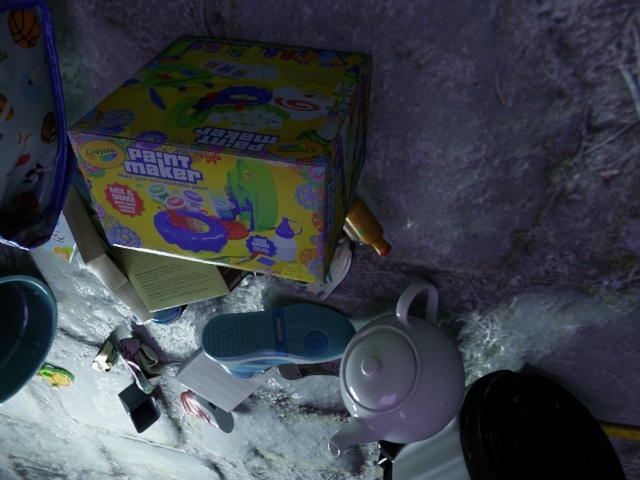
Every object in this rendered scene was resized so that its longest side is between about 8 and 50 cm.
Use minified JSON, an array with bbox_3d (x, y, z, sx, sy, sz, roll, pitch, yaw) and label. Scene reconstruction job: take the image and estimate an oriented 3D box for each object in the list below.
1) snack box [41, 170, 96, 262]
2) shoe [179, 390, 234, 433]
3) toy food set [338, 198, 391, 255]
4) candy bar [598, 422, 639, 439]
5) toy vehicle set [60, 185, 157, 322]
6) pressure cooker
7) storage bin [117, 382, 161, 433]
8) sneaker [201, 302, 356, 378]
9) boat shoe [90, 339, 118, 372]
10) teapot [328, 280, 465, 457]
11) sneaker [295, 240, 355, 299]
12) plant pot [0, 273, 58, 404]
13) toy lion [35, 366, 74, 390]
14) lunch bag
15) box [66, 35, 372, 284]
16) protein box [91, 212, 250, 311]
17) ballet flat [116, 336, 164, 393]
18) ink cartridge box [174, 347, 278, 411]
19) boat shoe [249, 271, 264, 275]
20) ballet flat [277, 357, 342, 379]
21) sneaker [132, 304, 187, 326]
[{"bbox_3d":[-0.546,-0.071,1.011,0.175,0.070,0.207,30,135,-11],"label":"snack box"},{"bbox_3d":[-0.328,0.494,1.465,0.081,0.063,0.178,-18,118,33],"label":"shoe"},{"bbox_3d":[0.000,0.000,0.858,0.232,0.111,0.104,-25,120,26],"label":"toy food set"},{"bbox_3d":[0.621,0.407,1.091,0.162,0.018,0.040,5,129,15],"label":"candy bar"},{"bbox_3d":[-0.396,0.036,0.957,0.166,0.035,0.266,55,166,26],"label":"toy vehicle set"},{"bbox_3d":[0.341,0.506,1.038,0.376,0.369,0.420,3,143,-29],"label":"pressure cooker"},{"bbox_3d":[-0.547,0.494,1.525,0.091,0.098,0.135,32,141,28],"label":"storage bin"},{"bbox_3d":[-0.085,0.228,1.112,0.319,0.127,0.208,1,154,-1],"label":"sneaker"},{"bbox_3d":[-0.587,0.323,1.397,0.059,0.063,0.170,30,143,-13],"label":"boat shoe"},{"bbox_3d":[0.132,0.237,0.924,0.253,0.256,0.187,-25,145,21],"label":"teapot"},{"bbox_3d":[0.005,0.051,0.944,0.075,0.057,0.161,23,137,-10],"label":"sneaker"},{"bbox_3d":[-0.902,0.202,1.225,0.334,0.341,0.341,15,135,15],"label":"plant pot"},{"bbox_3d":[-0.834,0.431,1.599,0.096,0.034,0.100,-30,117,29],"label":"toy lion"},{"bbox_3d":[-0.574,-0.194,0.773,0.328,0.239,0.385,20,126,14],"label":"lunch bag"},{"bbox_3d":[-0.101,-0.122,0.667,0.290,0.279,0.177,10,133,10],"label":"box"},{"bbox_3d":[-0.243,-0.007,0.890,0.200,0.136,0.201,-16,110,30],"label":"protein box"},{"bbox_3d":[-0.473,0.340,1.370,0.079,0.076,0.221,-10,129,2],"label":"ballet flat"},{"bbox_3d":[-0.238,0.329,1.303,0.181,0.056,0.225,38,113,-17],"label":"ink cartridge box"},{"bbox_3d":[-0.169,0.026,0.997,0.153,0.048,0.056,12,139,17],"label":"boat shoe"},{"bbox_3d":[0.023,0.279,1.158,0.250,0.058,0.084,-9,106,18],"label":"ballet flat"},{"bbox_3d":[-0.383,0.155,1.169,0.162,0.063,0.073,-8,125,24],"label":"sneaker"}]
